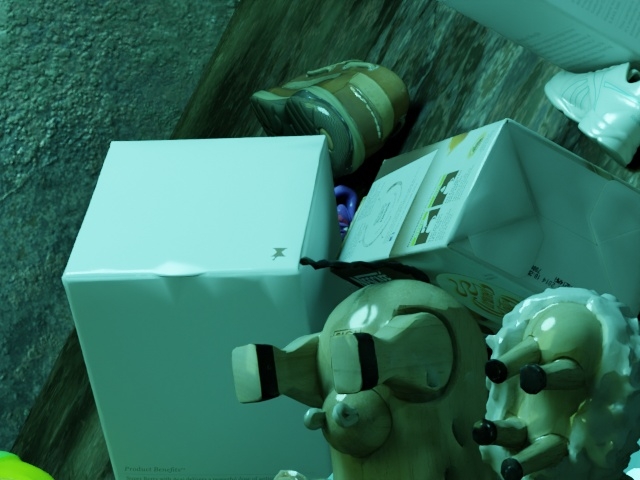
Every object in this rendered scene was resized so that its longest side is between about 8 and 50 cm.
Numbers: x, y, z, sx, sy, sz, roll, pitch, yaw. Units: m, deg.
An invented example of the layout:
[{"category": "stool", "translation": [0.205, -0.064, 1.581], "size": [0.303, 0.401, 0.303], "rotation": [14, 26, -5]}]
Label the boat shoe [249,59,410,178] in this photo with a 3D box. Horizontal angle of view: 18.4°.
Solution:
[{"category": "boat shoe", "translation": [0.017, -0.130, 2.109], "size": [0.120, 0.122, 0.324], "rotation": [-33, 12, -11]}]

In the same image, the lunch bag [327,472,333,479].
[{"category": "lunch bag", "translation": [0.001, 0.282, 1.301], "size": [0.279, 0.108, 0.224], "rotation": [-51, 16, 43]}]

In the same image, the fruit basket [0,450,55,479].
[{"category": "fruit basket", "translation": [-0.264, 0.306, 1.529], "size": [0.283, 0.392, 0.392], "rotation": [84, -154, -64]}]

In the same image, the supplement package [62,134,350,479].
[{"category": "supplement package", "translation": [-0.070, 0.085, 1.530], "size": [0.175, 0.178, 0.293], "rotation": [-78, -16, -51]}]

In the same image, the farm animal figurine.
[{"category": "farm animal figurine", "translation": [0.035, 0.167, 1.086], "size": [0.330, 0.172, 0.326], "rotation": [10, 99, 38]}]

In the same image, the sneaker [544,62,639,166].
[{"category": "sneaker", "translation": [0.211, -0.101, 1.444], "size": [0.061, 0.054, 0.152], "rotation": [-50, 21, 7]}]

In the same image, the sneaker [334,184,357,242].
[{"category": "sneaker", "translation": [0.000, 0.000, 1.977], "size": [0.071, 0.068, 0.170], "rotation": [-45, 20, 35]}]

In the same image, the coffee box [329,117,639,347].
[{"category": "coffee box", "translation": [0.119, 0.002, 1.365], "size": [0.098, 0.141, 0.246], "rotation": [-65, 14, -12]}]

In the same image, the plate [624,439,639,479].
[{"category": "plate", "translation": [0.144, 0.170, 1.186], "size": [0.188, 0.024, 0.188], "rotation": [-56, 13, 21]}]

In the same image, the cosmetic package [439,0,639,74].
[{"category": "cosmetic package", "translation": [0.152, -0.202, 1.455], "size": [0.085, 0.231, 0.117], "rotation": [-64, 14, -11]}]
